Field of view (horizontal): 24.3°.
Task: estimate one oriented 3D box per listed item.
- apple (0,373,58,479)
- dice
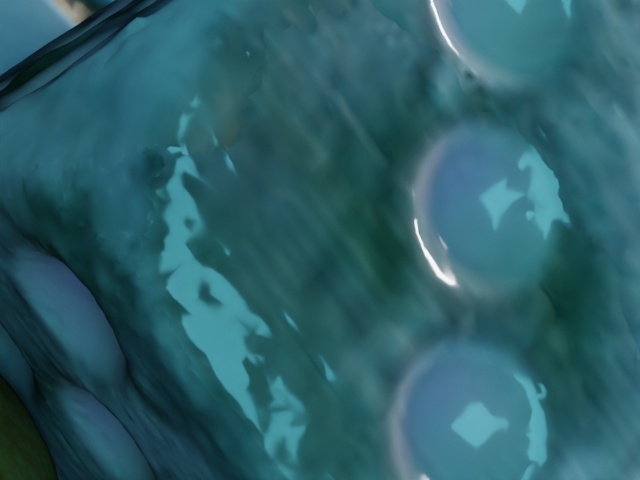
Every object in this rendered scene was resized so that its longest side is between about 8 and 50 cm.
[{"bbox_3d":[-0.264,0.136,0.735,0.257,0.257,0.233,-33,110,-20],"label":"apple"},{"bbox_3d":[0.000,0.000,0.801,0.328,0.330,0.348,-39,100,-27],"label":"dice"}]
